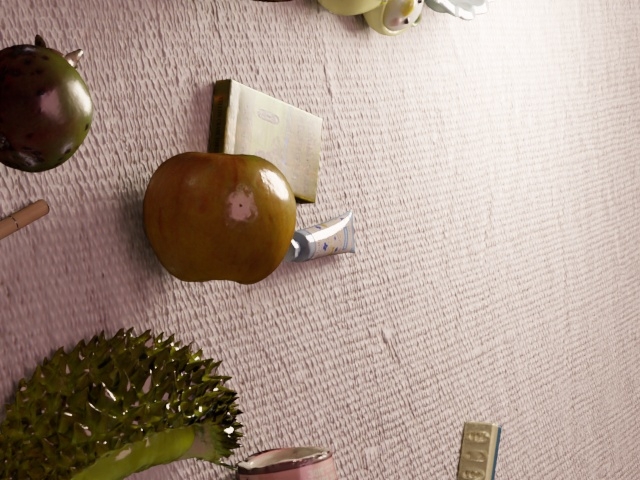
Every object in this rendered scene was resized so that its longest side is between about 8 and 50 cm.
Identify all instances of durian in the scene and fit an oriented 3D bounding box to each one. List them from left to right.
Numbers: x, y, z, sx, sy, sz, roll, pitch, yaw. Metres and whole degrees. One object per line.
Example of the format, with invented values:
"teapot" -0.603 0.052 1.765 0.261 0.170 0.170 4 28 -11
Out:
"durian" -0.215 0.199 1.268 0.352 0.158 0.169 -11 131 -52

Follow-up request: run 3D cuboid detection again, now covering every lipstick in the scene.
"lipstick" -0.317 -0.017 1.194 0.094 0.019 0.019 -37 116 -47

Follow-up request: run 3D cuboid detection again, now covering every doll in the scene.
"doll" 0.076 -0.369 1.648 0.296 0.117 0.141 23 95 -49

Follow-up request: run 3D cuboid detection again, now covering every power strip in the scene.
"power strip" 0.255 0.355 1.881 0.032 0.056 0.123 30 65 -49

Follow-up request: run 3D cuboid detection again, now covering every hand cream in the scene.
"hand cream" 0.000 0.000 1.589 0.171 0.043 0.064 -17 106 -56

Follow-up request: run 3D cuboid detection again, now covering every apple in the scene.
"apple" -0.114 -0.024 1.336 0.182 0.183 0.155 -3 101 -53

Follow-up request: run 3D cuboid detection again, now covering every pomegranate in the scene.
"pomegranate" -0.287 -0.149 1.159 0.129 0.129 0.159 30 57 -48

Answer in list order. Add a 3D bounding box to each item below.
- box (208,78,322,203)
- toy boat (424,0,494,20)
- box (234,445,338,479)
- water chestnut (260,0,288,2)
"box" -0.069 -0.125 1.517 0.193 0.030 0.121 17 74 -50
"toy boat" 0.206 -0.445 1.841 0.290 0.100 0.199 -21 104 -50
"box" -0.036 0.328 1.437 0.151 0.151 0.135 -7 85 -52
"water chestnut" -0.062 -0.446 1.394 0.300 0.300 0.299 5 83 -52
